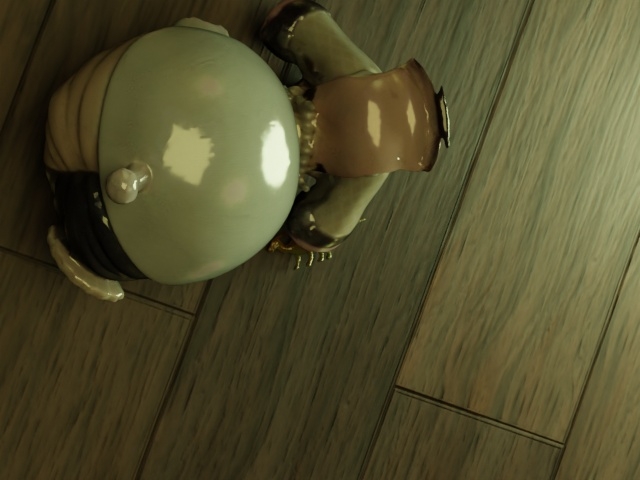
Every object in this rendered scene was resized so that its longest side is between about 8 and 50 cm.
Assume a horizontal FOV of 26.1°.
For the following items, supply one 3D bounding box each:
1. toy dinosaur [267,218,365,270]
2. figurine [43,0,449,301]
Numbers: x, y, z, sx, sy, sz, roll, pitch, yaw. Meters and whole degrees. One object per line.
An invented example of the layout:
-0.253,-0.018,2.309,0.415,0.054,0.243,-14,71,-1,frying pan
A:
0.000,0.004,1.441,0.113,0.026,0.041,-13,85,-16,toy dinosaur
-0.083,-0.099,1.287,0.361,0.211,0.253,-14,88,-32,figurine
